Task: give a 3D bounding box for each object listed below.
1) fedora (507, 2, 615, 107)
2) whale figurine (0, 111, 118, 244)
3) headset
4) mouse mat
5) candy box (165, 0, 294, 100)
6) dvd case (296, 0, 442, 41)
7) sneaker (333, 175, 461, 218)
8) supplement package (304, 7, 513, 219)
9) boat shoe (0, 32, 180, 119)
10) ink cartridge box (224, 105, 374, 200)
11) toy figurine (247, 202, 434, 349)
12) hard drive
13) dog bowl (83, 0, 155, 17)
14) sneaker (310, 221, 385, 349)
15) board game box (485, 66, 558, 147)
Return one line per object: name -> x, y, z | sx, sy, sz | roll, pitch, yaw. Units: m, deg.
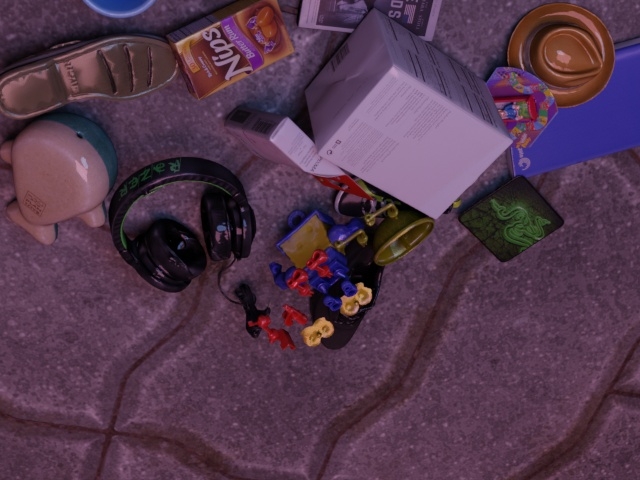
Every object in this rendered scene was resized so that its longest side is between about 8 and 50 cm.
fedora -> 0.425, -0.320, 1.736 | 0.194, 0.079, 0.194 | -1, 101, -4
whale figurine -> -0.446, -0.108, 1.722 | 0.216, 0.141, 0.272 | 37, 134, -4
headset -> -0.212, 0.020, 1.801 | 0.243, 0.185, 0.394 | -27, 140, 7
mouse mat -> 0.374, -0.039, 1.959 | 0.153, 0.007, 0.190 | -35, 133, 19
candy box -> -0.146, -0.321, 1.642 | 0.187, 0.053, 0.109 | -29, 125, -12
dvd case -> 0.091, -0.428, 1.662 | 0.239, 0.029, 0.179 | 4, 122, -12
sneaker -> 0.143, -0.076, 1.859 | 0.235, 0.097, 0.084 | -8, 123, -6
supplement package -> 0.143, -0.211, 1.694 | 0.263, 0.198, 0.199 | 27, 121, -28
boat shoe -> -0.382, -0.279, 1.624 | 0.302, 0.103, 0.113 | -14, 121, -20
ink cartridge box -> -0.039, -0.134, 1.733 | 0.066, 0.189, 0.232 | -50, 121, -11
toy figurine -> 0.000, 0.000, 1.809 | 0.362, 0.217, 0.191 | -43, 141, 16
hard drive -> 0.494, -0.245, 1.851 | 0.319, 0.040, 0.210 | -16, 124, 0
dog bowl -> -0.298, -0.477, 1.529 | 0.166, 0.074, 0.297 | 8, 122, -16
sneaker -> 0.055, 0.108, 1.945 | 0.109, 0.130, 0.286 | 4, 123, -16
board game box -> 0.336, -0.225, 1.779 | 0.133, 0.033, 0.168 | 35, 141, 3
